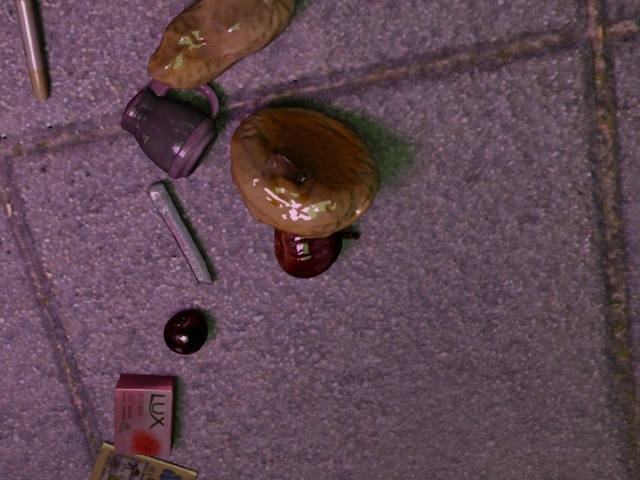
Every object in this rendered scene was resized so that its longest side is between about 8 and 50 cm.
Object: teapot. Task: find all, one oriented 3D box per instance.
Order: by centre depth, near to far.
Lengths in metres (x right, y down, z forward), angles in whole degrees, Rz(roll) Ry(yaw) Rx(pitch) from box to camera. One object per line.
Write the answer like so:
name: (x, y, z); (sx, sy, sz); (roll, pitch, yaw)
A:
teapot: (-0.240, -0.189, 1.463); (0.146, 0.116, 0.148); (34, 112, -3)

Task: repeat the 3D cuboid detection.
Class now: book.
book: (-0.357, 0.487, 1.784); (0.192, 0.013, 0.168); (20, 110, -9)

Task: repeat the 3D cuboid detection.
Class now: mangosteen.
mangosteen: (-0.237, 0.167, 1.622); (0.081, 0.081, 0.081); (0, 112, -1)

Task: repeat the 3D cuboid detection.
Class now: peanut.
peanut: (-0.154, -0.322, 1.397); (0.253, 0.137, 0.122); (-31, 107, 14)

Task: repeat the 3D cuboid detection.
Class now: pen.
pen: (-0.458, -0.335, 1.443); (0.032, 0.040, 0.233); (-2, 116, 1)

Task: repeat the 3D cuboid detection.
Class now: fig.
fig: (-0.014, 0.009, 1.541); (0.150, 0.128, 0.128); (30, 109, -18)

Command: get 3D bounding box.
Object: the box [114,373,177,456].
box: (-0.324, 0.325, 1.695); (0.111, 0.060, 0.156); (3, 113, -3)

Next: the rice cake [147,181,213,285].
rice cake: (-0.239, -0.007, 1.576); (0.033, 0.033, 0.207); (-26, 111, -1)

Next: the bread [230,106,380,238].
bread: (-0.029, -0.099, 1.445); (0.244, 0.244, 0.134); (17, 137, -7)
